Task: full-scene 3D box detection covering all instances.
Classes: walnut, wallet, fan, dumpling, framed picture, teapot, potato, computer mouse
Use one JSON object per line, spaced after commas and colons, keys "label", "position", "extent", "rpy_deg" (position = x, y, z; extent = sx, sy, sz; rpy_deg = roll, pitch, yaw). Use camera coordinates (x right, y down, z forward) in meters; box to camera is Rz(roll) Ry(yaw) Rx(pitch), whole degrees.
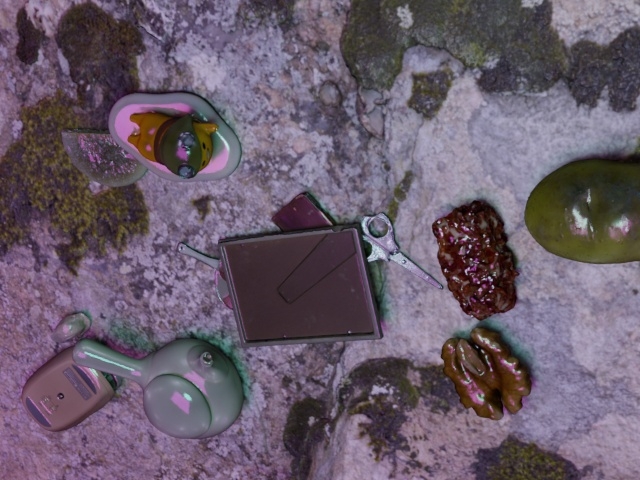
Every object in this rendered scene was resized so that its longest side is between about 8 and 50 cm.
{"label": "walnut", "position": [0.292, 0.227, 1.858], "extent": [0.143, 0.069, 0.170], "rpy_deg": [-26, 99, 30]}
{"label": "wallet", "position": [0.000, 0.000, 1.903], "extent": [0.176, 0.026, 0.095], "rpy_deg": [48, 123, -4]}
{"label": "fan", "position": [-0.172, 0.056, 1.994], "extent": [0.227, 0.008, 0.152], "rpy_deg": [23, 109, 16]}
{"label": "dumpling", "position": [-0.502, 0.182, 2.162], "extent": [0.057, 0.076, 0.052], "rpy_deg": [44, 161, -24]}
{"label": "framed picture", "position": [-0.041, 0.085, 1.917], "extent": [0.290, 0.020, 0.211], "rpy_deg": [-7, 103, 29]}
{"label": "teapot", "position": [-0.309, 0.286, 2.074], "extent": [0.318, 0.149, 0.219], "rpy_deg": [3, 111, 19]}
{"label": "potato", "position": [0.440, -0.045, 1.648], "extent": [0.248, 0.143, 0.169], "rpy_deg": [-2, 72, 27]}
{"label": "computer mouse", "position": [-0.514, 0.302, 2.200], "extent": [0.236, 0.082, 0.145], "rpy_deg": [-37, 94, 28]}

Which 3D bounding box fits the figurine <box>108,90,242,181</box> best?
{"label": "figurine", "position": [-0.273, -0.167, 1.858], "extent": [0.250, 0.141, 0.166], "rpy_deg": [12, 111, 8]}

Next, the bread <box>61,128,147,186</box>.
{"label": "bread", "position": [-0.395, -0.151, 1.992], "extent": [0.193, 0.036, 0.112], "rpy_deg": [4, 114, 20]}

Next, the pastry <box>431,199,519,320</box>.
{"label": "pastry", "position": [0.260, 0.037, 1.779], "extent": [0.115, 0.097, 0.208], "rpy_deg": [-3, 112, 34]}

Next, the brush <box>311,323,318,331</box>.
{"label": "brush", "position": [-0.076, 0.148, 1.996], "extent": [0.193, 0.032, 0.043], "rpy_deg": [3, 103, 34]}

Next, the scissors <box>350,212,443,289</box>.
{"label": "scissors", "position": [0.136, 0.031, 1.862], "extent": [0.189, 0.015, 0.100], "rpy_deg": [35, 104, 0]}
